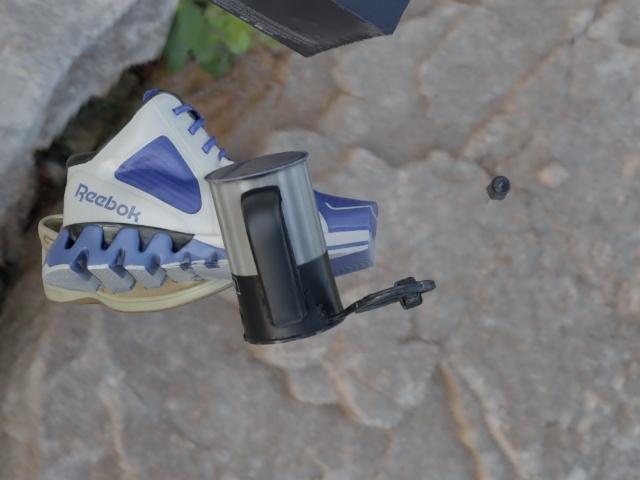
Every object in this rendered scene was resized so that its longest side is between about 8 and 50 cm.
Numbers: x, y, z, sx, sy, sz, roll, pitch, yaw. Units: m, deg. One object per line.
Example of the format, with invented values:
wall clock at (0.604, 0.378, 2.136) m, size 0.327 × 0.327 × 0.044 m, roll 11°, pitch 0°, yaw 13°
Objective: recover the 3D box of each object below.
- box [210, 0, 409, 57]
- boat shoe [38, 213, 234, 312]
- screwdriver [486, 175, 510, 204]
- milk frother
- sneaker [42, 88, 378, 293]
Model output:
box at (0.035, -0.408, 1.823) m, size 0.179 × 0.312 × 0.343 m, roll 29°, pitch 82°, yaw -17°
boat shoe at (-0.201, 0.014, 1.713) m, size 0.109 × 0.302 × 0.098 m, roll -24°, pitch 108°, yaw -42°
screwdriver at (0.183, -0.045, 1.682) m, size 0.024 × 0.170 × 0.025 m, roll 6°, pitch 80°, yaw 2°
milk frother at (0.000, 0.000, 1.219) m, size 0.143 × 0.129 × 0.134 m, roll -17°, pitch 103°, yaw -15°
sneaker at (-0.104, -0.053, 1.492) m, size 0.316 × 0.127 × 0.182 m, roll -2°, pitch 77°, yaw 1°
